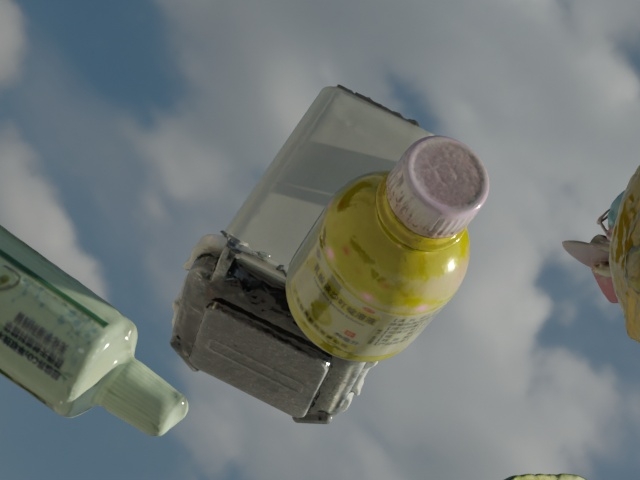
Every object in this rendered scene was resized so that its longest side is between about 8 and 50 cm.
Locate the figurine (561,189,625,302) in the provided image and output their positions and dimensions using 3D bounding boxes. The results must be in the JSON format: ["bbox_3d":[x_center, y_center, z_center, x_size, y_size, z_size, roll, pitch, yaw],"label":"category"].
[{"bbox_3d":[0.405,-0.003,1.798,0.103,0.205,0.260,57,-7,18],"label":"figurine"}]

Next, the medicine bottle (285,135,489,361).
[{"bbox_3d":[0.057,0.002,1.135,0.122,0.122,0.212,50,-32,10],"label":"medicine bottle"}]

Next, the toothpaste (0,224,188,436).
[{"bbox_3d":[-0.239,-0.006,0.820,0.392,0.099,0.061,33,4,9],"label":"toothpaste"}]

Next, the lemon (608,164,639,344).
[{"bbox_3d":[0.450,0.012,1.431,0.336,0.336,0.336,30,-43,33],"label":"lemon"}]

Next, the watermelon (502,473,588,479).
[{"bbox_3d":[0.165,0.261,0.971,0.127,0.232,0.204,-44,-132,29],"label":"watermelon"}]

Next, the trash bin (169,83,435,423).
[{"bbox_3d":[0.000,0.000,1.809,0.255,0.368,0.296,26,-33,4],"label":"trash bin"}]
